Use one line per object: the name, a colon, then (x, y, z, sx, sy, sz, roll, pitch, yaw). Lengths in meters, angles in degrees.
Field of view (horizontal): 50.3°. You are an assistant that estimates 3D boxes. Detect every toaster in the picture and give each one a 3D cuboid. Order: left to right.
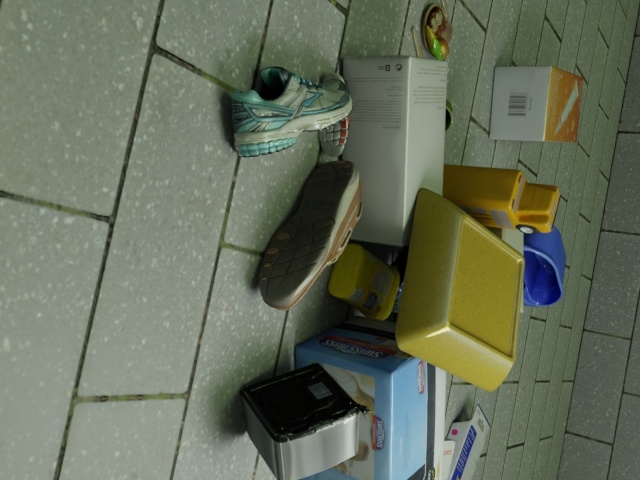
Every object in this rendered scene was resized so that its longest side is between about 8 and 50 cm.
toaster: (-0.028, 0.315, 1.192, 0.168, 0.186, 0.110, -15, 118, -25)

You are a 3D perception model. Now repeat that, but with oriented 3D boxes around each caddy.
caddy: (0.601, 0.079, 2.044, 0.341, 0.242, 0.179, 55, 47, -45)

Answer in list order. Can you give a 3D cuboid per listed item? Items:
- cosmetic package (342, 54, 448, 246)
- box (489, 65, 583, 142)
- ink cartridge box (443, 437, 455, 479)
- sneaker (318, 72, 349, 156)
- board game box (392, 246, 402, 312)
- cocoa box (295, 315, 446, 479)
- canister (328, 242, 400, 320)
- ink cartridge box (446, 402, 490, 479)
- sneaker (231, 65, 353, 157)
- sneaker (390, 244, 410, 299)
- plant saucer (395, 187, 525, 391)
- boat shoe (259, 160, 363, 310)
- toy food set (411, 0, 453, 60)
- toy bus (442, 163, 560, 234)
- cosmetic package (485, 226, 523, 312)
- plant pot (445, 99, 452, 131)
cosmetic package: (0.153, -0.187, 1.398, 0.197, 0.155, 0.365, -16, 111, -57)
box: (0.665, -0.408, 2.085, 0.345, 0.168, 0.214, -11, 106, -55)
ink cartridge box: (0.234, 0.633, 1.741, 0.198, 0.115, 0.272, 22, 80, -56)
sneaker: (0.038, -0.240, 1.309, 0.065, 0.061, 0.157, -21, 117, -62)
board game box: (0.277, 0.052, 1.725, 0.305, 0.053, 0.192, -19, 114, -53)
cocoa box: (0.105, 0.362, 1.386, 0.228, 0.232, 0.346, -18, 112, -51)
canister: (0.094, 0.088, 1.452, 0.170, 0.073, 0.126, 34, 69, -52)
ink cartridge box: (0.412, 0.685, 2.058, 0.370, 0.069, 0.175, -59, 140, -25)
sneaker: (-0.042, -0.240, 1.150, 0.283, 0.110, 0.122, -39, 124, -45)
sneaker: (0.214, 0.049, 1.547, 0.082, 0.069, 0.209, 22, 95, -34)
plant saucer: (0.304, 0.100, 1.356, 0.333, 0.081, 0.332, 30, 62, -37)
boat shoe: (0.000, 0.000, 1.256, 0.324, 0.123, 0.116, -60, 142, -26)
toy food set: (0.283, -0.497, 1.622, 0.192, 0.039, 0.132, -54, 137, -34)
toy bus: (0.370, -0.103, 1.577, 0.130, 0.333, 0.108, 43, 62, -51)
cosmetic package: (0.399, 0.032, 1.658, 0.113, 0.160, 0.309, 39, 47, -35)
plant pot: (0.286, -0.307, 1.645, 0.079, 0.083, 0.083, -53, 138, -52)
